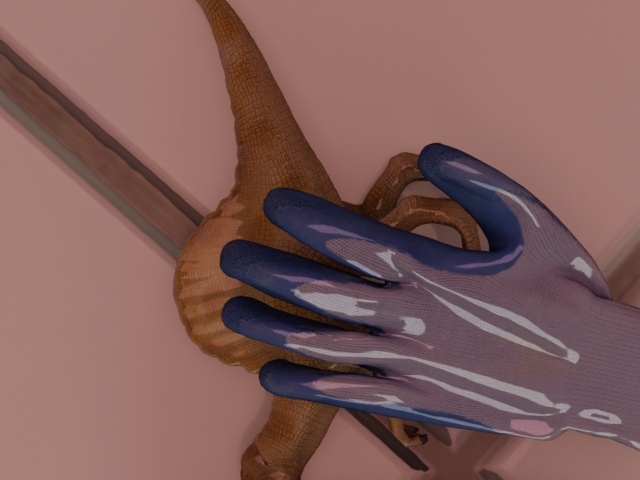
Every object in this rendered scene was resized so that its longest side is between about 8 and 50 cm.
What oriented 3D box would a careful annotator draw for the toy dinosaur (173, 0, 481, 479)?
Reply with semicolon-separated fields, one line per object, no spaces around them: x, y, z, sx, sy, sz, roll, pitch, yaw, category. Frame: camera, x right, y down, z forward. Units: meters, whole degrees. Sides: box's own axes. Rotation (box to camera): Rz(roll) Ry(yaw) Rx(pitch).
0.000;0.000;0.571;0.092;0.053;0.183;-7;92;-1;toy dinosaur

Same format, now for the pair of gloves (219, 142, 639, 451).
0.036;0.070;0.557;0.159;0.023;0.198;13;112;-6;pair of gloves
